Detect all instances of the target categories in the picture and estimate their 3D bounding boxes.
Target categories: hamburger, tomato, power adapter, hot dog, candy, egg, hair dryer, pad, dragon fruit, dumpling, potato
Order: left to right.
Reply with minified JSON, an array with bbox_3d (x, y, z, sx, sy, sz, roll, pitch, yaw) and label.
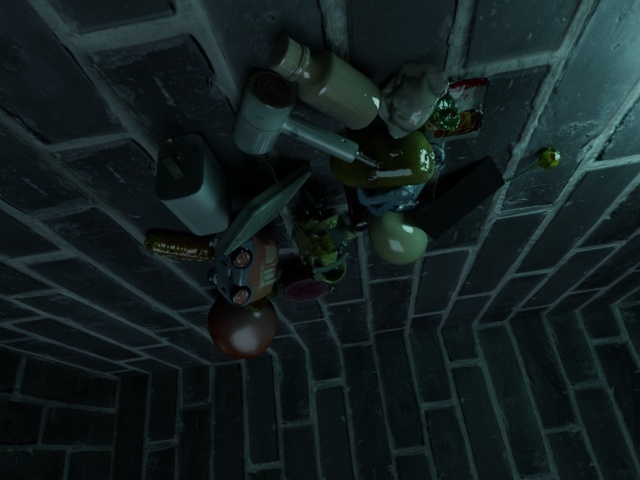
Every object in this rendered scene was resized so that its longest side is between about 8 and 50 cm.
[{"bbox_3d":[-0.479,0.025,1.509,0.268,0.072,0.115,8,157,-29],"label":"hot dog"},{"bbox_3d":[-0.323,-0.150,1.072,0.124,0.187,0.255,-12,153,7],"label":"power adapter"},{"bbox_3d":[-0.348,0.361,1.944,0.321,0.322,0.321,-6,153,-3],"label":"tomato"},{"bbox_3d":[-0.271,0.168,1.691,0.132,0.211,0.309,-18,150,11],"label":"hamburger"},{"bbox_3d":[-0.064,0.159,1.820,0.282,0.147,0.211,6,141,-31],"label":"dragon fruit"},{"bbox_3d":[-0.018,-0.230,0.988,0.357,0.108,0.173,23,147,-12],"label":"hair dryer"},{"bbox_3d":[0.146,-0.199,1.079,0.271,0.111,0.160,3,114,18],"label":"potato"},{"bbox_3d":[0.263,-0.017,1.482,0.188,0.189,0.253,-22,146,26],"label":"egg"},{"bbox_3d":[0.196,-0.315,0.966,0.127,0.108,0.188,34,136,-5],"label":"dumpling"},{"bbox_3d":[0.454,-0.128,1.397,0.299,0.005,0.202,-42,143,15],"label":"pad"},{"bbox_3d":[0.654,-0.225,1.340,0.058,0.062,0.194,8,159,-23],"label":"candy"}]

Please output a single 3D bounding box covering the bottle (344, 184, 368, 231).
[{"bbox_3d":[0.109,-0.105,1.294,0.060,0.164,0.060,-6,153,-3],"label":"bottle"}]

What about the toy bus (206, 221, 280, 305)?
[{"bbox_3d":[-0.244,0.075,1.462,0.232,0.194,0.288,-9,115,-36],"label":"toy bus"}]

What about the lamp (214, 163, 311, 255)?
[{"bbox_3d":[-0.161,-0.087,1.215,0.269,0.047,0.266,-44,180,-42],"label":"lamp"}]

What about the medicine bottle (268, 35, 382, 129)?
[{"bbox_3d":[0.011,-0.327,0.891,0.252,0.114,0.114,17,144,-40],"label":"medicine bottle"}]

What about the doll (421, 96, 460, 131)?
[{"bbox_3d":[0.278,-0.302,1.034,0.078,0.077,0.113,4,-170,-24],"label":"doll"}]

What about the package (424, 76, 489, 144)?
[{"bbox_3d":[0.334,-0.316,1.088,0.154,0.030,0.239,-11,154,11],"label":"package"}]

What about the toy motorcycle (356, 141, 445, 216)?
[{"bbox_3d":[0.206,-0.186,1.202,0.206,0.154,0.260,20,136,-5],"label":"toy motorcycle"}]

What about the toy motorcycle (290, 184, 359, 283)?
[{"bbox_3d":[0.000,0.000,1.409,0.168,0.237,0.410,-30,157,-17],"label":"toy motorcycle"}]
